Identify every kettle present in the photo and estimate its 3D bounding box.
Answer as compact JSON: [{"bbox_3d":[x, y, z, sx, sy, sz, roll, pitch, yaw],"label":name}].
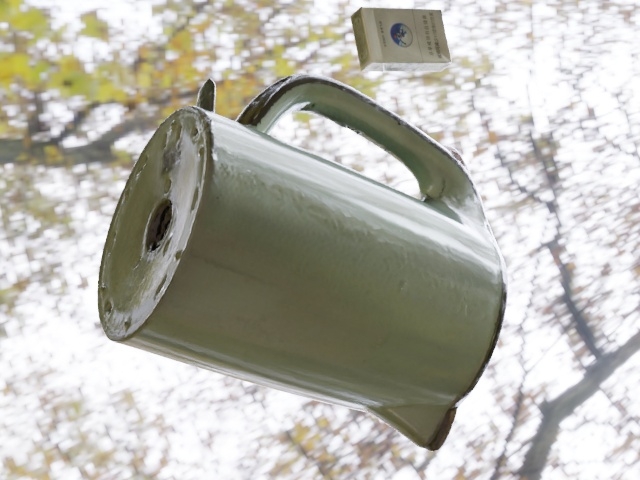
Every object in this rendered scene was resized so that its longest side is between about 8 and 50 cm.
[{"bbox_3d":[0.000,0.000,1.123,0.165,0.255,0.240,-27,-132,59],"label":"kettle"}]

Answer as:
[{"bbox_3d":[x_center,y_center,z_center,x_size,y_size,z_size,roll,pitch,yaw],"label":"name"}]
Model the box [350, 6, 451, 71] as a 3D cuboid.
[{"bbox_3d":[0.071,-0.176,1.424,0.024,0.083,0.054,-31,-115,59],"label":"box"}]
